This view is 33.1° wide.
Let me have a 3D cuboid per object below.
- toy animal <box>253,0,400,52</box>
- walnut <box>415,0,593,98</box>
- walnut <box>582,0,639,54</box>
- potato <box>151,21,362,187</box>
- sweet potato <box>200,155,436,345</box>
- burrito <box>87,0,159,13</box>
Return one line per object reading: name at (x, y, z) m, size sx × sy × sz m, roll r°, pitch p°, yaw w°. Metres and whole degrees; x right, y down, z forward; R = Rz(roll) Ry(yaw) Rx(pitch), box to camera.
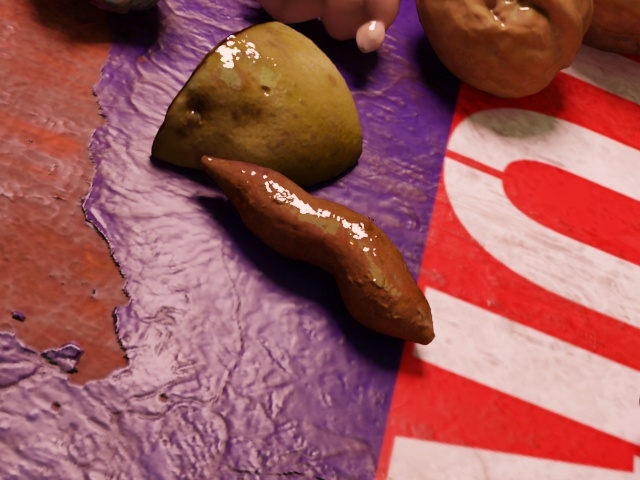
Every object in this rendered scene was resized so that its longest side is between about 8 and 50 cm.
toy animal at (0.007, -0.219, 0.958) m, size 0.150 × 0.084 × 0.089 m, roll 8°, pitch 26°, yaw 5°
walnut at (0.166, -0.213, 0.983) m, size 0.166 × 0.149 × 0.167 m, roll 1°, pitch 86°, yaw -18°
walnut at (0.316, -0.284, 1.073) m, size 0.244 × 0.198 × 0.198 m, roll 15°, pitch 48°, yaw -14°
potato at (-0.037, -0.095, 0.836) m, size 0.120 × 0.081 × 0.149 m, roll 36°, pitch 47°, yaw 11°
sweet potato at (0.003, -0.002, 0.792) m, size 0.218 × 0.051 × 0.065 m, roll 39°, pitch 63°, yaw 11°
burrito at (-0.191, -0.284, 0.925) m, size 0.143 × 0.089 × 0.229 m, roll -16°, pitch 59°, yaw -16°
